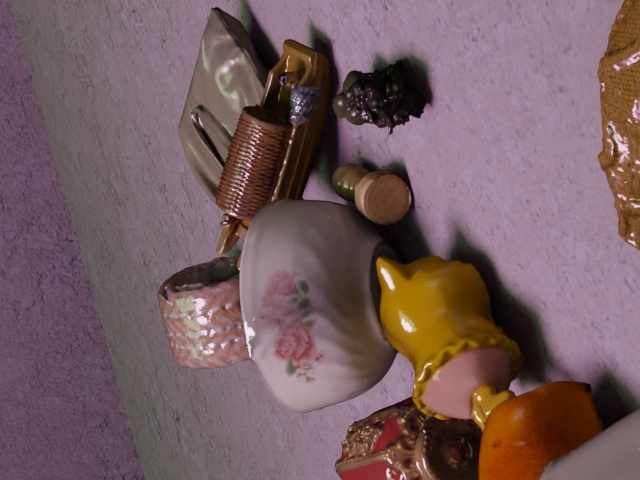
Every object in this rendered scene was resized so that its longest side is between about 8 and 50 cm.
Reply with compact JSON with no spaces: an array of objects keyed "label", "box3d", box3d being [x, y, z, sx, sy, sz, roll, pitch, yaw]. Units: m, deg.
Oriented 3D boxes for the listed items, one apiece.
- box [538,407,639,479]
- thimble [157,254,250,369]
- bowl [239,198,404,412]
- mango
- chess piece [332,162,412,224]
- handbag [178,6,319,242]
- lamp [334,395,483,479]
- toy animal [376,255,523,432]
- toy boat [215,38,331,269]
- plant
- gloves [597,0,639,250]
[{"label":"box","box3d":[0.364,0.277,1.046,0.352,0.177,0.344,62,159,13]},{"label":"thimble","box3d":[-0.162,0.112,2.111,0.229,0.196,0.148,-73,-29,-76]},{"label":"bowl","box3d":[0.024,0.074,1.605,0.145,0.277,0.277,-9,107,23]},{"label":"mango","box3d":[0.240,0.289,1.291,0.187,0.138,0.257,53,-152,-51]},{"label":"chess piece","box3d":[0.060,-0.062,1.599,0.122,0.066,0.066,-148,41,-66]},{"label":"handbag","box3d":[-0.120,-0.149,1.872,0.253,0.109,0.316,56,150,19]},{"label":"lamp","box3d":[0.123,0.286,1.636,0.177,0.177,0.274,66,156,7]},{"label":"toy animal","box3d":[0.146,0.121,1.446,0.230,0.156,0.156,54,155,40]},{"label":"toy boat","box3d":[-0.069,-0.108,1.662,0.089,0.115,0.310,38,120,37]},{"label":"plant","box3d":[0.062,-0.165,1.481,0.174,0.085,0.087,-169,84,-71]},{"label":"gloves","box3d":[0.280,-0.114,0.898,0.203,0.155,0.356,52,157,44]}]
